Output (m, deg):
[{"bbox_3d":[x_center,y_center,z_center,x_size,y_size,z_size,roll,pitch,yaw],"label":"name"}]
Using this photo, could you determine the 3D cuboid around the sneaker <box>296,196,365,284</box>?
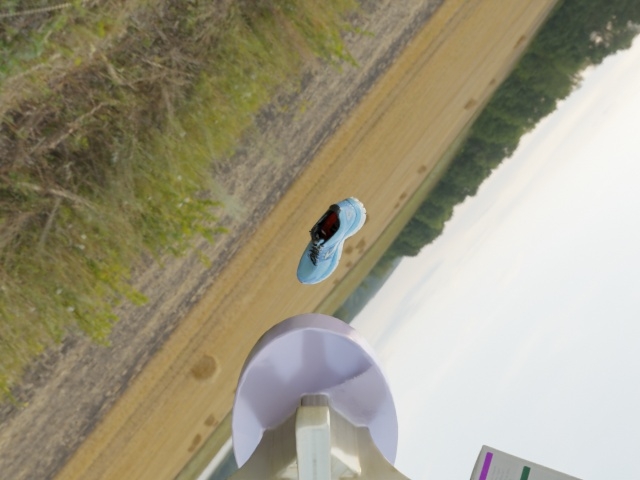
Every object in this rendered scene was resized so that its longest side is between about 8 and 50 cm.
[{"bbox_3d":[0.000,0.000,0.877,0.073,0.063,0.162,-5,131,-52],"label":"sneaker"}]

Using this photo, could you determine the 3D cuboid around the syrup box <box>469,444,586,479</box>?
[{"bbox_3d":[0.287,0.314,0.624,0.236,0.093,0.096,7,-113,45],"label":"syrup box"}]

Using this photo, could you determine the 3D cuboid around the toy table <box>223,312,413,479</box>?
[{"bbox_3d":[-0.002,0.228,0.544,0.251,0.275,0.161,-13,-157,5],"label":"toy table"}]
